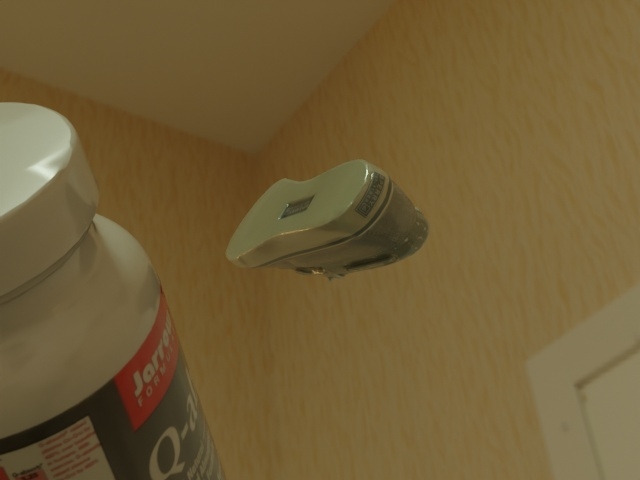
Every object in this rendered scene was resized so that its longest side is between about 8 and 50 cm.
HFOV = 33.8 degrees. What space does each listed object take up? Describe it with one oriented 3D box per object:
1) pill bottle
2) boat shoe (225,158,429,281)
[{"bbox_3d":[-0.191,0.108,0.707,0.210,0.210,0.363,-10,-55,4],"label":"pill bottle"},{"bbox_3d":[0.001,-0.001,0.802,0.081,0.079,0.227,38,-21,-19],"label":"boat shoe"}]
